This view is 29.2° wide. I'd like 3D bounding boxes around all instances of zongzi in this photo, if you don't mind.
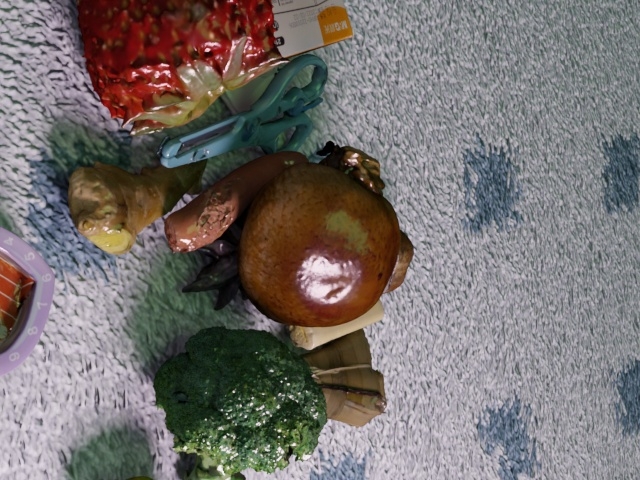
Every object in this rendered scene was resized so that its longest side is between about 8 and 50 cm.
[{"bbox_3d":[0.009,0.193,1.976,0.195,0.099,0.197,16,51,-34],"label":"zongzi"}]

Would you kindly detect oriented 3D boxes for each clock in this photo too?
[{"bbox_3d":[-0.417,0.067,1.540,0.172,0.064,0.198,-22,103,-45],"label":"clock"}]

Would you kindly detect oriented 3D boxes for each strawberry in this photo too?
[{"bbox_3d":[-0.226,-0.325,1.652,0.292,0.292,0.343,-32,90,-43],"label":"strawberry"}]

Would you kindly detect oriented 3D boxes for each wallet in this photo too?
[{"bbox_3d":[-0.137,-0.291,1.886,0.124,0.032,0.182,-49,121,-36],"label":"wallet"}]

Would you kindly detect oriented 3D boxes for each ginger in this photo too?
[{"bbox_3d":[-0.250,-0.080,1.724,0.131,0.086,0.294,59,40,-9],"label":"ginger"}]

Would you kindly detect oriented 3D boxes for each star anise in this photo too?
[{"bbox_3d":[-0.127,0.013,1.852,0.205,0.061,0.180,-7,92,-46],"label":"star anise"}]

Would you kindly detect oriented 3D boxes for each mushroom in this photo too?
[{"bbox_3d":[0.008,-0.004,1.796,0.263,0.195,0.283,14,90,-32],"label":"mushroom"}]

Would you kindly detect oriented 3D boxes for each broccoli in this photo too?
[{"bbox_3d":[-0.126,0.254,1.739,0.270,0.270,0.270,0,118,-47],"label":"broccoli"}]

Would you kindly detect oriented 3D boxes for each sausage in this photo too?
[{"bbox_3d":[-0.120,-0.066,1.805,0.304,0.078,0.078,-38,114,-47],"label":"sausage"}]

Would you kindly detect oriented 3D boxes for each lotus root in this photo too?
[{"bbox_3d":[0.095,0.025,2.053,0.081,0.112,0.122,-23,136,-55],"label":"lotus root"}]

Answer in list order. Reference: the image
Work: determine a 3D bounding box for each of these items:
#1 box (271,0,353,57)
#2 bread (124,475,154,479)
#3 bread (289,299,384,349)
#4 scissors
[{"bbox_3d":[-0.078,-0.384,1.880,0.274,0.091,0.220,-32,107,-52],"label":"box"},{"bbox_3d":[-0.231,0.508,1.671,0.166,0.112,0.383,-7,94,-40],"label":"bread"},{"bbox_3d":[0.010,0.094,1.977,0.178,0.060,0.139,-15,74,-44],"label":"bread"},{"bbox_3d":[-0.105,-0.173,1.826,0.393,0.032,0.180,-27,138,-52],"label":"scissors"}]
